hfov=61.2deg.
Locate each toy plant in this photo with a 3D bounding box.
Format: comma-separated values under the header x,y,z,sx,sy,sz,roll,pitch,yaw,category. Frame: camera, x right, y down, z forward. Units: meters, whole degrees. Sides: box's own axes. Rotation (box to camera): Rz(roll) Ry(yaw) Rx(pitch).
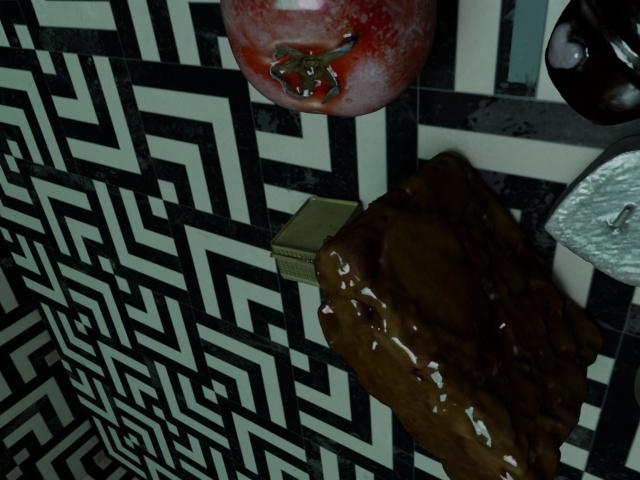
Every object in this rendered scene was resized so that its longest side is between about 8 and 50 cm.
x,y,z,sx,sy,sz,roll,pitch,yaw,category
0.335,-0.231,0.507,0.235,0.175,0.218,-45,45,51,toy plant

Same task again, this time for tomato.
x,y,z,sx,sy,sz,roll,pitch,yaw,category
0.015,-0.289,0.681,0.270,0.227,0.270,16,157,7,tomato

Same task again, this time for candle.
x,y,z,sx,sy,sz,roll,pitch,yaw,category
0.377,-0.031,0.691,0.168,0.068,0.192,-2,116,36,candle

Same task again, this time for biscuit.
x,y,z,sx,sy,sz,roll,pitch,yaw,category
0.188,0.104,0.748,0.395,0.342,0.166,52,140,0,biscuit

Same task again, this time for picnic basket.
x,y,z,sx,sy,sz,roll,pitch,yaw,category
0.000,0.000,0.952,0.115,0.164,0.079,12,135,32,picnic basket

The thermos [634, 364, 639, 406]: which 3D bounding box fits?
x,y,z,sx,sy,sz,roll,pitch,yaw,category
0.553,0.246,0.690,0.265,0.146,0.176,37,110,-1,thermos
